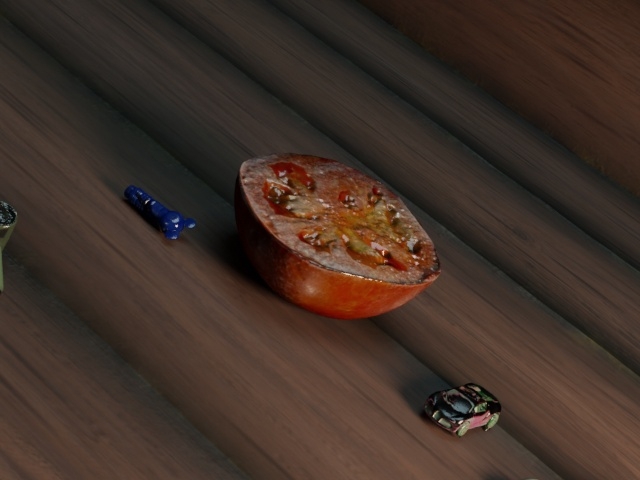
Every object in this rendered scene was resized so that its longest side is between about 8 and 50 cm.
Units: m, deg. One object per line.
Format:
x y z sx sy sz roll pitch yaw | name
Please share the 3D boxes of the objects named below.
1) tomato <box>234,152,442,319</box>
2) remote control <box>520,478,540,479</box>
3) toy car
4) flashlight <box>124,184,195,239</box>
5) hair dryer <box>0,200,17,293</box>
0.000 0.009 1.828 0.338 0.144 0.338 20 28 -11 | tomato
0.313 0.390 1.539 0.078 0.042 0.221 13 30 -34 | remote control
0.205 0.234 1.714 0.069 0.055 0.142 39 24 30 | toy car
-0.244 -0.040 1.794 0.121 0.035 0.057 34 49 22 | flashlight
-0.399 0.027 1.466 0.047 0.071 0.150 13 44 -28 | hair dryer
